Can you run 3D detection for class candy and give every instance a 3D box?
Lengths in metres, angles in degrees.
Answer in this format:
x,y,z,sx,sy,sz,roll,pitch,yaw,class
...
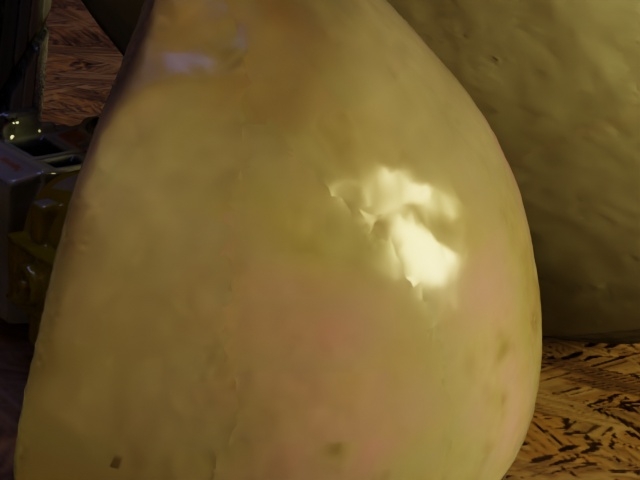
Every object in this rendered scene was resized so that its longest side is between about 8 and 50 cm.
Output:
x,y,z,sx,sy,sz,roll,pitch,yaw,class
0.052,-0.088,0.880,0.427,0.186,0.386,36,-23,-22,candy

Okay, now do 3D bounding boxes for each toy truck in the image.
x,y,z,sx,sy,sz,roll,pitch,yaw,class
-0.078,0.012,0.835,0.114,0.098,0.227,-9,23,-35,toy truck

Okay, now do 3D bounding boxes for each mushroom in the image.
x,y,z,sx,sy,sz,roll,pitch,yaw,class
0.014,-0.015,0.641,0.162,0.173,0.236,18,39,2,mushroom

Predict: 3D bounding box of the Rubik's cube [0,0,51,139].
x,y,z,sx,sy,sz,roll,pitch,yaw,class
-0.315,-0.195,1.028,0.344,0.337,0.344,6,14,-5,Rubik's cube
